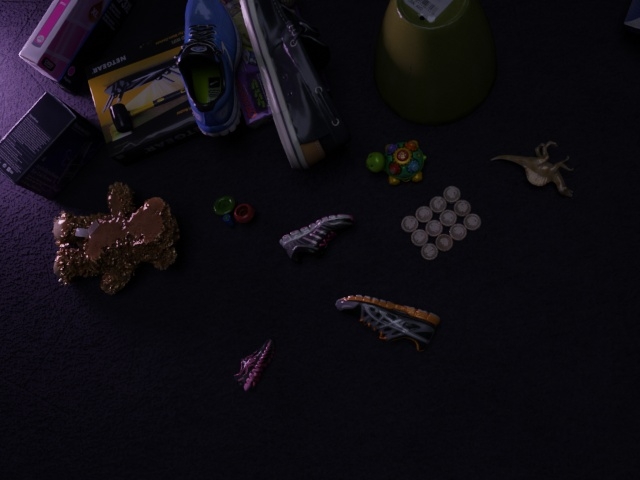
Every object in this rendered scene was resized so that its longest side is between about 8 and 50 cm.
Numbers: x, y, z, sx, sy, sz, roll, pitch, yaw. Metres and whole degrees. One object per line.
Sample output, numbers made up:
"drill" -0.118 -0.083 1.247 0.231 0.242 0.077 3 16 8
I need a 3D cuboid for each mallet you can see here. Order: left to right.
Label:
"mallet" -0.378 -0.295 1.493 0.190 0.039 0.062 -16 78 3

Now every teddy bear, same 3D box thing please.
"teddy bear" -0.464 0.000 1.505 0.338 0.113 0.245 -26 68 12

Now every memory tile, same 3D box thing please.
"memory tile" 0.257 -0.036 1.417 0.148 0.012 0.113 -35 75 1

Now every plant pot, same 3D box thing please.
"plant pot" 0.231 -0.415 1.355 0.275 0.293 0.274 -2 78 10

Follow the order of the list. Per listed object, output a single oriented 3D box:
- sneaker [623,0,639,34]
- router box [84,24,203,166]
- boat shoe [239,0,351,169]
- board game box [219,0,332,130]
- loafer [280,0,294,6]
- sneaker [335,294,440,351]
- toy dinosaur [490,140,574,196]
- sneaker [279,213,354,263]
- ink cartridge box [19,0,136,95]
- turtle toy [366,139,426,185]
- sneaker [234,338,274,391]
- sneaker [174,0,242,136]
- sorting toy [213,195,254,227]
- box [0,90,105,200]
"sneaker" 0.791 -0.420 1.345 0.316 0.182 0.127 19 79 43
"router box" -0.371 -0.345 1.560 0.309 0.081 0.242 -22 76 5
"boat shoe" -0.061 -0.401 1.422 0.156 0.187 0.500 -18 82 5
"board game box" -0.127 -0.450 1.557 0.208 0.056 0.346 -20 75 1
"loafer" -0.124 -0.584 1.539 0.148 0.050 0.056 32 89 0
"sneaker" 0.132 0.164 1.363 0.215 0.084 0.083 14 86 12
"toy dinosaur" 0.455 -0.161 1.386 0.183 0.053 0.092 32 87 15
"sneaker" 0.000 0.000 1.431 0.170 0.063 0.074 -23 75 10
"ink cartridge box" -0.551 -0.542 1.585 0.069 0.176 0.370 26 84 14
"turtle toy" 0.163 -0.171 1.434 0.130 0.066 0.095 -8 77 9
"sneaker" -0.143 0.258 1.415 0.057 0.047 0.119 27 83 26
"sneaker" -0.238 -0.399 1.431 0.130 0.147 0.329 -10 75 3
"sorting toy" -0.192 -0.058 1.494 0.102 0.042 0.061 20 67 26
"box" -0.628 -0.216 1.543 0.108 0.153 0.207 41 89 15
